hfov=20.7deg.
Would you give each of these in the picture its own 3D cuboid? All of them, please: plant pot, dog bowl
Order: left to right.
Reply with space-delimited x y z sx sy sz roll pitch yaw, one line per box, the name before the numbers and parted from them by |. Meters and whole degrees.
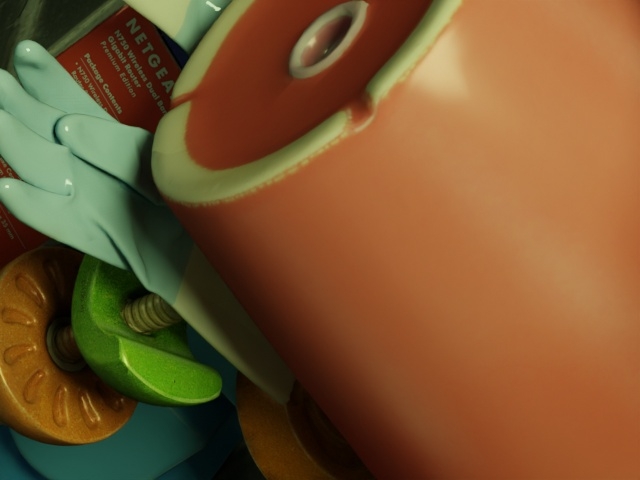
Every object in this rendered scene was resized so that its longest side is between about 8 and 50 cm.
dog bowl | -0.079 0.060 1.005 0.297 0.166 0.074 -34 18 24
plant pot | 0.075 -0.018 0.787 0.275 0.243 0.275 -34 30 23

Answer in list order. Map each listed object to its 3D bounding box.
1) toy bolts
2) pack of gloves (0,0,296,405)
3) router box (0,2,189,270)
toy bolts | -0.087 0.128 0.886 0.158 0.218 0.228 -24 53 38
pack of gloves | -0.072 -0.059 0.834 0.046 0.232 0.195 -4 58 40
router box | -0.116 -0.052 1.102 0.301 0.082 0.335 -32 -3 26
